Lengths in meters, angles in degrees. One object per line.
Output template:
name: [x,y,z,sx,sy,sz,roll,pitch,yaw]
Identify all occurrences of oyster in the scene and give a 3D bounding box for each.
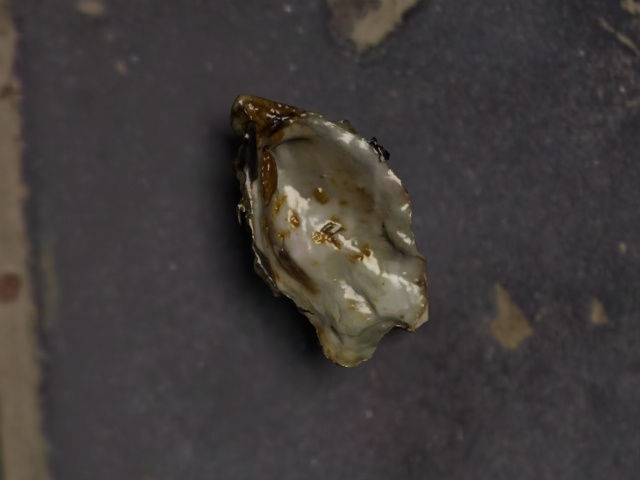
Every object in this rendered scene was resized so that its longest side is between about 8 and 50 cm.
oyster: [-0.002,-0.009,0.561,0.103,0.051,0.148,-28,102,-39]
